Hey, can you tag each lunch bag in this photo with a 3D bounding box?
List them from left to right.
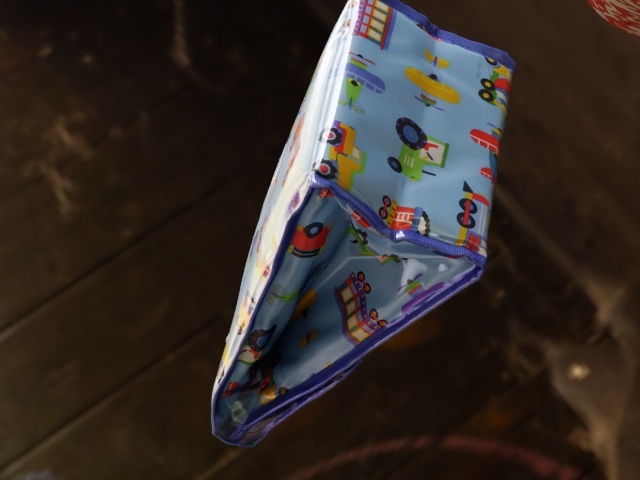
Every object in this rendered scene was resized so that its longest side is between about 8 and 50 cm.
[{"bbox_3d":[0.000,0.000,1.370,0.138,0.221,0.293,27,-47,-13],"label":"lunch bag"}]

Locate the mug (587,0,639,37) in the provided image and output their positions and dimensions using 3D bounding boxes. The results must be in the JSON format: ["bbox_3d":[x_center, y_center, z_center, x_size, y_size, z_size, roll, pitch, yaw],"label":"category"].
[{"bbox_3d":[0.154,-0.126,0.832,0.169,0.113,0.150,20,76,-85],"label":"mug"}]
